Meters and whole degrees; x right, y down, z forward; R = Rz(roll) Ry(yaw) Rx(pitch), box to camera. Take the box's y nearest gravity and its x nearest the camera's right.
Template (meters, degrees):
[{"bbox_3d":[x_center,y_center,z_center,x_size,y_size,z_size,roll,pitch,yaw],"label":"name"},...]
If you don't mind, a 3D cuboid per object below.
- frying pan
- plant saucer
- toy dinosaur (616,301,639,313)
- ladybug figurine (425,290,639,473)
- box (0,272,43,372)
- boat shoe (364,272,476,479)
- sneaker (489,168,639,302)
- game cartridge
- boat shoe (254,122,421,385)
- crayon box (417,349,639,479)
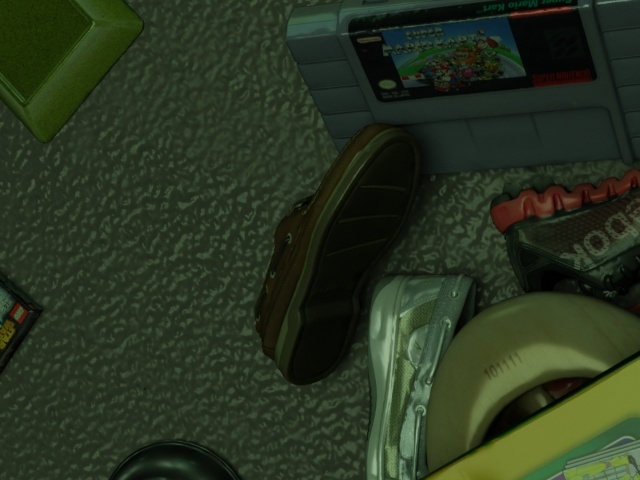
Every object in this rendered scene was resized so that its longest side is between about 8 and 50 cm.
[{"bbox_3d":[-0.106,0.333,1.714,0.326,0.053,0.197,12,97,23],"label":"frying pan"},{"bbox_3d":[-0.324,-0.238,1.772,0.188,0.045,0.188,46,106,13],"label":"plant saucer"},{"bbox_3d":[0.340,0.046,1.515,0.090,0.082,0.047,-18,57,-13],"label":"toy dinosaur"},{"bbox_3d":[0.283,0.254,1.498,0.305,0.162,0.449,-31,83,16],"label":"ladybug figurine"},{"bbox_3d":[-0.394,0.105,1.820,0.094,0.027,0.137,38,104,14],"label":"box"},{"bbox_3d":[0.112,0.192,1.591,0.103,0.118,0.321,-3,84,25],"label":"boat shoe"},{"bbox_3d":[0.303,-0.008,1.514,0.276,0.097,0.135,-12,77,22],"label":"sneaker"},{"bbox_3d":[0.164,-0.152,1.509,0.355,0.230,0.068,-4,56,21],"label":"game cartridge"},{"bbox_3d":[0.000,0.000,1.595,0.104,0.110,0.307,48,125,38],"label":"boat shoe"},{"bbox_3d":[0.267,0.313,1.366,0.313,0.106,0.363,-33,82,17],"label":"crayon box"}]
